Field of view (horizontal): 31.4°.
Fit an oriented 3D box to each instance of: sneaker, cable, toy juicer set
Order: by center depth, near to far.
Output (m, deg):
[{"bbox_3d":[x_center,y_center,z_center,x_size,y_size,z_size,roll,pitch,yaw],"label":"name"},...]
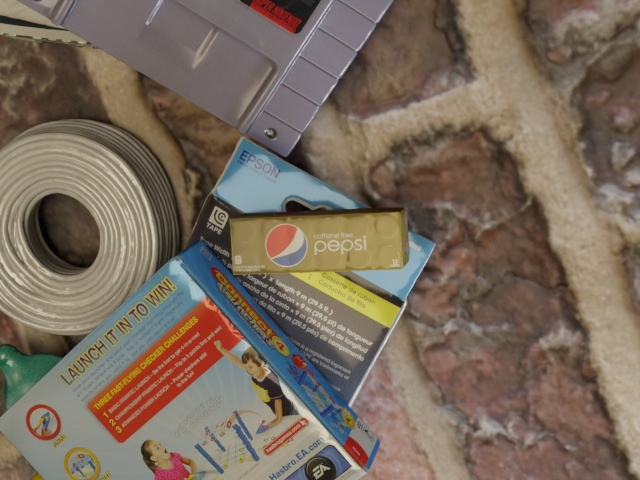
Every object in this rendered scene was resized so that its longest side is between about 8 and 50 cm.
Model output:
[{"bbox_3d":[-0.283,-0.270,1.302,0.235,0.090,0.094,10,94,9],"label":"sneaker"},{"bbox_3d":[-0.298,-0.015,1.356,0.257,0.089,0.257,7,104,12],"label":"cable"},{"bbox_3d":[-0.345,0.232,1.431,0.329,0.089,0.209,22,119,0],"label":"toy juicer set"}]

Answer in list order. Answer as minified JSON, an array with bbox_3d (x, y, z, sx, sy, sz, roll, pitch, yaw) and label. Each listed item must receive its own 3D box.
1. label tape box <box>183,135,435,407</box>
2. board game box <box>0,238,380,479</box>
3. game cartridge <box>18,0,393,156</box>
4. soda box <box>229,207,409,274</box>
[{"bbox_3d":[-0.048,0.085,1.308,0.249,0.115,0.347,29,104,6],"label":"label tape box"},{"bbox_3d":[-0.148,0.212,1.254,0.308,0.086,0.302,-41,91,19],"label":"board game box"},{"bbox_3d":[-0.124,-0.268,1.209,0.355,0.068,0.230,29,114,-17],"label":"game cartridge"},{"bbox_3d":[0.000,0.000,1.193,0.181,0.058,0.061,-2,96,10],"label":"soda box"}]
